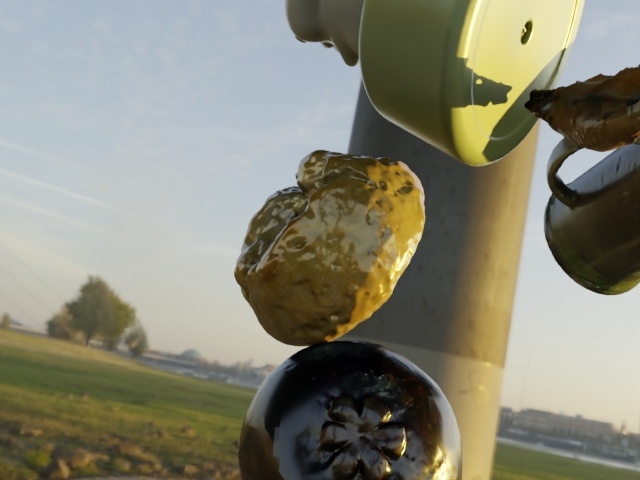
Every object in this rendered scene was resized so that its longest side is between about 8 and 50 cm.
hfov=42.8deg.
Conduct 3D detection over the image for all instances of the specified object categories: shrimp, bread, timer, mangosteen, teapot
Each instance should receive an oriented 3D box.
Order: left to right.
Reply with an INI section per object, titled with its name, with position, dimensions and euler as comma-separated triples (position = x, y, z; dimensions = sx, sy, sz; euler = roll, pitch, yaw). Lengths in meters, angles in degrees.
[bread]
position = 0.000, 0.000, 0.882
dimensions = 0.134, 0.244, 0.244
euler = 40, -21, -19
[mangosteen]
position = 0.028, 0.207, 0.784
dimensions = 0.243, 0.242, 0.243
euler = 11, -11, 2
[timer]
position = 0.090, -0.262, 0.906
dimensions = 0.315, 0.290, 0.291
euler = 23, -3, 31
[shrimp]
position = 0.259, -0.125, 0.725
dimensions = 0.066, 0.117, 0.262
euler = 56, 6, -13
[teapot]
position = 0.426, -0.067, 1.079
dimensions = 0.271, 0.200, 0.337
euler = 18, -30, -14
